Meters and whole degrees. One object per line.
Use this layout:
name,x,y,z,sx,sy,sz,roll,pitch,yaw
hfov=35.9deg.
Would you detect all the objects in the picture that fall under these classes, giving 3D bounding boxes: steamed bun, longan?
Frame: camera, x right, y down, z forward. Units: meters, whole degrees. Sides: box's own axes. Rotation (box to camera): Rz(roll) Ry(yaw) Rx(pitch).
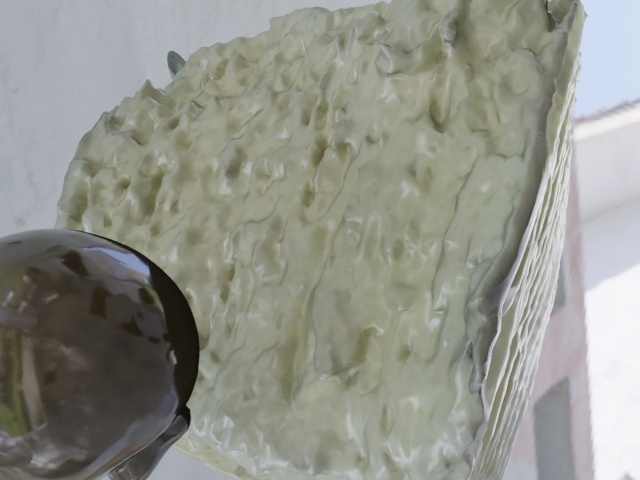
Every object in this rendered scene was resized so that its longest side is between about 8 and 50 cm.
steamed bun,0.000,0.000,0.569,0.273,0.272,0.290,63,-133,-62
longan,-0.096,0.051,0.379,0.119,0.106,0.106,52,-126,-29

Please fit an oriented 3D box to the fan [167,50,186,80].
fan,-0.135,-0.152,0.955,0.003,0.080,0.060,-29,-87,-26
